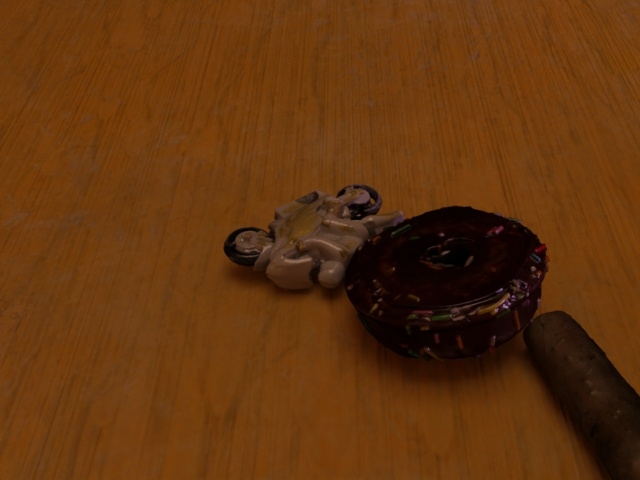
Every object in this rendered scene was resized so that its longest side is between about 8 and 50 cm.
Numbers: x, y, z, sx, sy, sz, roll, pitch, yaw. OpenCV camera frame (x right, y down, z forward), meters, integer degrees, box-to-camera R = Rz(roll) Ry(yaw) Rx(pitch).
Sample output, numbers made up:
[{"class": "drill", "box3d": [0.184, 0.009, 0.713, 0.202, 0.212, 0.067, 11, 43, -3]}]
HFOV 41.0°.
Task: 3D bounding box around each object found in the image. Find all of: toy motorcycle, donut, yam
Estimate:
[{"class": "toy motorcycle", "box3d": [0.000, 0.000, 1.075, 0.228, 0.074, 0.151, -21, 45, -23]}, {"class": "donut", "box3d": [0.145, 0.050, 0.967, 0.234, 0.089, 0.235, -11, 28, 6]}, {"class": "yam", "box3d": [0.290, 0.183, 0.837, 0.071, 0.067, 0.317, -22, 40, -2]}]
